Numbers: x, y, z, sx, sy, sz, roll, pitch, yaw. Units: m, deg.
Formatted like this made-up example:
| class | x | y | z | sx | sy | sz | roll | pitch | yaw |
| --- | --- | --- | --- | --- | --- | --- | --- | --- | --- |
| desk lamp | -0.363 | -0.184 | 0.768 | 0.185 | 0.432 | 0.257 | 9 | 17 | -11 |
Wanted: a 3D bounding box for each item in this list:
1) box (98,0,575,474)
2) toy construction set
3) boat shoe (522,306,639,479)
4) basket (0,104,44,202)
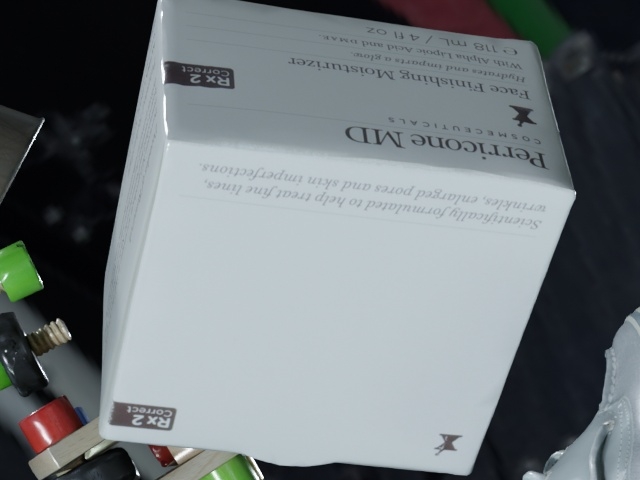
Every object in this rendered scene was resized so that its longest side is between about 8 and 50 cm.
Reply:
| class | x | y | z | sx | sy | sz | roll | pitch | yaw |
| --- | --- | --- | --- | --- | --- | --- | --- | --- | --- |
| box | 0.000 | 0.000 | 0.892 | 0.181 | 0.182 | 0.119 | 7 | -141 | -12 |
| toy construction set | -0.057 | 0.145 | 1.297 | 0.309 | 0.237 | 0.257 | 59 | 172 | 29 |
| boat shoe | 0.104 | 0.092 | 0.645 | 0.227 | 0.081 | 0.079 | -85 | -24 | -64 |
| basket | -0.286 | -0.030 | 0.992 | 0.227 | 0.204 | 0.154 | 29 | -158 | -10 |
